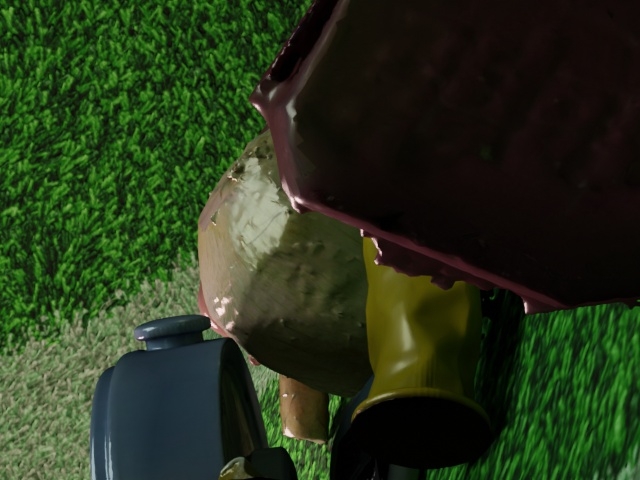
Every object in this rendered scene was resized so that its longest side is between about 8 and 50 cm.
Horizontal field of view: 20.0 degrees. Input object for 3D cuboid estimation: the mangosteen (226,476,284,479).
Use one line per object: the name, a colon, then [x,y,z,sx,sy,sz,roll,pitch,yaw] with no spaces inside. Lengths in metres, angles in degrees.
mangosteen: [-0.040,0.327,1.374,0.311,0.311,0.311,-159,90,-81]

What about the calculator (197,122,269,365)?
calculator: [-0.009,-0.005,2.117,0.329,0.220,0.048,-67,14,-6]

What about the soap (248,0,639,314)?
soap: [0.126,-0.072,1.094,0.127,0.325,0.220,127,164,-75]

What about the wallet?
wallet: [0.046,0.232,1.742,0.170,0.069,0.231,-55,17,41]

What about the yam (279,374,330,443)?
yam: [-0.019,0.085,2.172,0.071,0.067,0.317,170,101,-74]

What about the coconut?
coconut: [0.000,0.000,1.947,0.297,0.255,0.297,-160,90,-80]

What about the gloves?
gloves: [0.097,0.043,1.593,0.133,0.116,0.294,-12,50,24]

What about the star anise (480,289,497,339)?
star anise: [0.155,-0.001,1.650,0.212,0.054,0.157,-80,13,-54]

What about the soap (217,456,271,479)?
soap: [-0.043,0.311,1.589,0.140,0.232,0.073,-47,38,-12]

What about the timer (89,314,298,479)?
timer: [-0.110,0.260,1.827,0.395,0.173,0.395,-10,-90,-84]
